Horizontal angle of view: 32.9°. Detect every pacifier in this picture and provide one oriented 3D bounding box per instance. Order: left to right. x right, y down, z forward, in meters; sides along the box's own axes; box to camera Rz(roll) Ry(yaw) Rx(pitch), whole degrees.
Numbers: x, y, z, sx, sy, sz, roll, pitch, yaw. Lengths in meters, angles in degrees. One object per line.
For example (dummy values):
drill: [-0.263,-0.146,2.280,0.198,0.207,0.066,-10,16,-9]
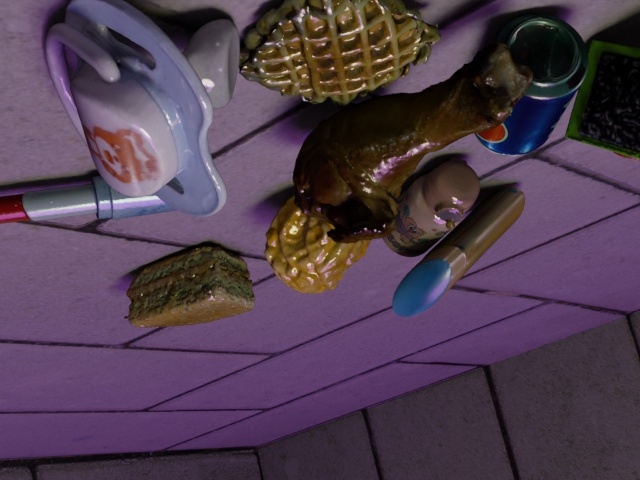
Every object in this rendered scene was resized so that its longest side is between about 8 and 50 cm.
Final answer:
pacifier: [-0.157,-0.162,1.111,0.207,0.227,0.279,-41,151,-25]

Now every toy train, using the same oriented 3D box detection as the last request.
toy train: [0.484,-0.153,1.352,0.249,0.173,0.307,6,-166,-37]

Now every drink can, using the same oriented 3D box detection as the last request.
drink can: [0.252,-0.186,1.345,0.118,0.118,0.205,-11,161,-6]

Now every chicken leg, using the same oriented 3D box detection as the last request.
chicken leg: [0.080,-0.099,1.290,0.140,0.211,0.361,21,160,-29]

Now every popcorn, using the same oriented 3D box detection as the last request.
popcorn: [0.000,0.000,1.656,0.180,0.180,0.170,-2,-166,-31]

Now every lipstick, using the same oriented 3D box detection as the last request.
lipstick: [-0.296,-0.056,1.432,0.274,0.061,0.068,-8,163,-16]

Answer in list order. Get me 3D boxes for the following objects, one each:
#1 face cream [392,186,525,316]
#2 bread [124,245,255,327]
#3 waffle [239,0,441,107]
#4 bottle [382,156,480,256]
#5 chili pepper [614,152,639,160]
face cream: [0.230,0.016,1.791,0.285,0.067,0.139,-39,173,-41]
bread: [-0.222,0.085,1.840,0.196,0.102,0.138,-19,159,26]
waffle: [0.014,-0.212,1.199,0.208,0.054,0.214,7,156,-41]
bottle: [0.175,-0.048,1.711,0.097,0.110,0.209,15,154,-15]
chili pepper: [0.535,-0.176,1.570,0.253,0.144,0.136,-2,-179,3]
